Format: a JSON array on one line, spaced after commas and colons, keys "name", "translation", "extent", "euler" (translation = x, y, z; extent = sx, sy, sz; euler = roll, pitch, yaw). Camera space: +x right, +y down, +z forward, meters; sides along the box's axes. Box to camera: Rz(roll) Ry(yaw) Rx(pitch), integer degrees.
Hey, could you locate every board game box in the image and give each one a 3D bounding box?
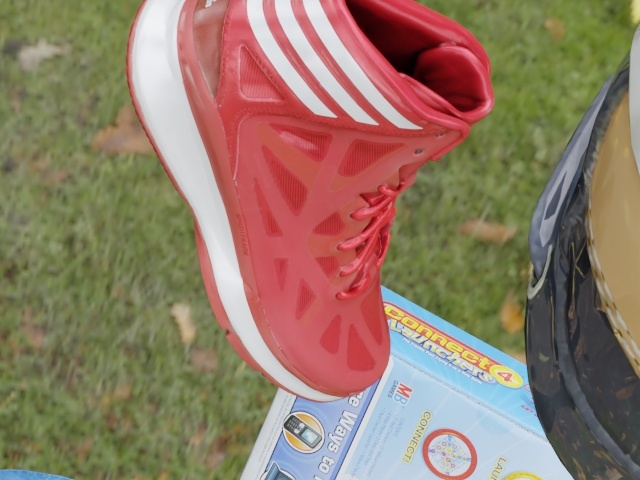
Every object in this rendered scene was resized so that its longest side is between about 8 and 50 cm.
[{"name": "board game box", "translation": [0.086, 0.229, 1.350], "extent": [0.302, 0.308, 0.086], "euler": [29, 28, 11]}]

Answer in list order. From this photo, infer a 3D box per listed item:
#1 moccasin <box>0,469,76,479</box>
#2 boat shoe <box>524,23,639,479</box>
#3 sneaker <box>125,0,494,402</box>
[{"name": "moccasin", "translation": [-0.260, 0.218, 1.041], "extent": [0.342, 0.117, 0.137], "euler": [-13, 59, 8]}, {"name": "boat shoe", "translation": [0.228, -0.078, 0.517], "extent": [0.187, 0.156, 0.500], "euler": [47, 53, 9]}, {"name": "sneaker", "translation": [0.017, -0.013, 0.723], "extent": [0.128, 0.221, 0.087], "euler": [-4, 47, 26]}]
